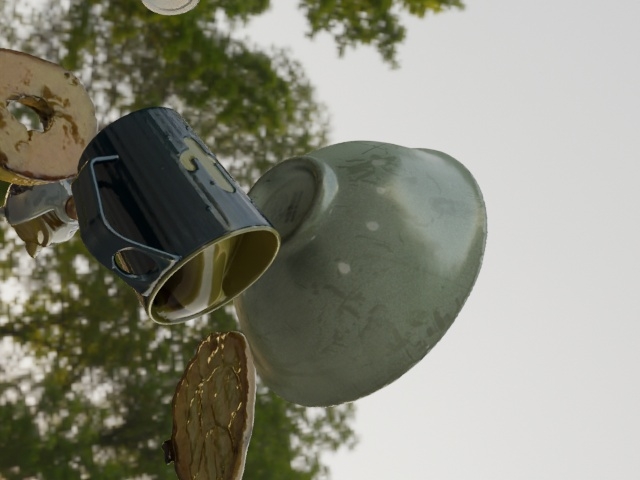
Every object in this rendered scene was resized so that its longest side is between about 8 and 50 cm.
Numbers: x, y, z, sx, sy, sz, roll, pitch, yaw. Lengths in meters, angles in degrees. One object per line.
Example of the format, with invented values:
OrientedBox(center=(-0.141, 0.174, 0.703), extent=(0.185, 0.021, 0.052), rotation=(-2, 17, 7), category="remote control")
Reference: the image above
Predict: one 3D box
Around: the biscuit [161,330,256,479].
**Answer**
OrientedBox(center=(-0.142, 0.241, 1.450), extent=(0.203, 0.041, 0.260), rotation=(-39, -136, 35), category="biscuit")

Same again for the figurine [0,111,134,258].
OrientedBox(center=(-0.368, -0.094, 1.668), extent=(0.274, 0.133, 0.194), rotation=(-37, -163, 17), category="figurine")

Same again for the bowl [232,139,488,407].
OrientedBox(center=(0.000, 0.000, 1.114), extent=(0.313, 0.146, 0.313), rotation=(-28, -138, 29), category="bowl")

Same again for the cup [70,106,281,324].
OrientedBox(center=(-0.141, -0.026, 0.937), extent=(0.131, 0.176, 0.155), rotation=(-46, -115, 25), category="cup")

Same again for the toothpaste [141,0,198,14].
OrientedBox(center=(-0.158, -0.336, 1.059), extent=(0.061, 0.096, 0.266), rotation=(-25, -123, 22), category="toothpaste")

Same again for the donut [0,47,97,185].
OrientedBox(center=(-0.348, -0.137, 1.257), extent=(0.065, 0.178, 0.162), rotation=(-26, -129, 46), category="donut")
